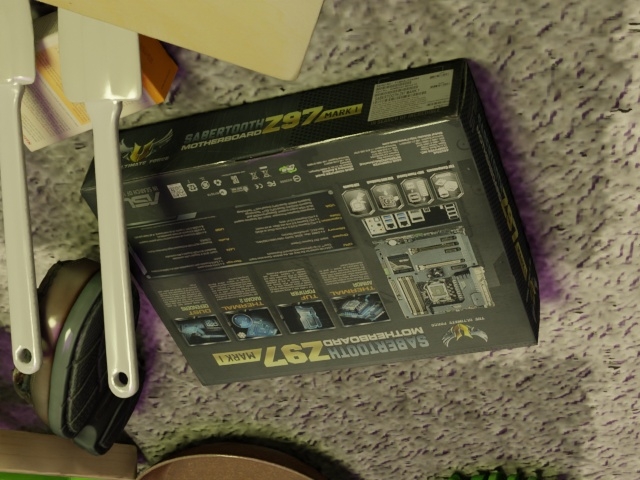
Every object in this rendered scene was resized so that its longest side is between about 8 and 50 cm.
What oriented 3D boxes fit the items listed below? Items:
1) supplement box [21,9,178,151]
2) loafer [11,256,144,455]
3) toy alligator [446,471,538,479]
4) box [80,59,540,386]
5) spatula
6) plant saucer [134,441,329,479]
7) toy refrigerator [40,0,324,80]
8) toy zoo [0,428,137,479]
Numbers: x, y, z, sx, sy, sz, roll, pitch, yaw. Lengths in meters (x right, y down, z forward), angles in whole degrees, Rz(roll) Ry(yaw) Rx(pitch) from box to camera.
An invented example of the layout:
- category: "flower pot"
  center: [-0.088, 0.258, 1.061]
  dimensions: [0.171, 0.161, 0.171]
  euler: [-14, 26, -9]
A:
- category: "supplement box"
  center: [-0.139, -0.096, 0.645]
  dimensions: [0.098, 0.036, 0.062]
  euler: [-16, 128, 24]
- category: "loafer"
  center: [-0.172, 0.078, 0.751]
  dimensions: [0.084, 0.096, 0.267]
  euler: [26, 156, 6]
- category: "toy alligator"
  center: [0.118, 0.201, 0.876]
  dimensions: [0.189, 0.056, 0.051]
  euler: [2, 94, 25]
- category: "box"
  center: [0.000, 0.000, 0.693]
  dimensions: [0.232, 0.059, 0.183]
  euler: [-9, 130, 20]
- category: "spatula"
  center: [-0.168, -0.037, 0.621]
  dimensions: [0.168, 0.019, 0.242]
  euler: [0, 97, 17]
- category: "plant saucer"
  center: [-0.059, 0.222, 0.941]
  dimensions: [0.198, 0.036, 0.199]
  euler: [6, 134, 6]
- category: "toy refrigerator"
  center: [-0.121, -0.170, 0.523]
  dimensions: [0.269, 0.102, 0.094]
  euler: [17, 135, -6]
- category: "toy zoo"
  center: [-0.318, 0.181, 0.894]
  dimensions: [0.293, 0.030, 0.192]
  euler: [-9, 163, 21]
